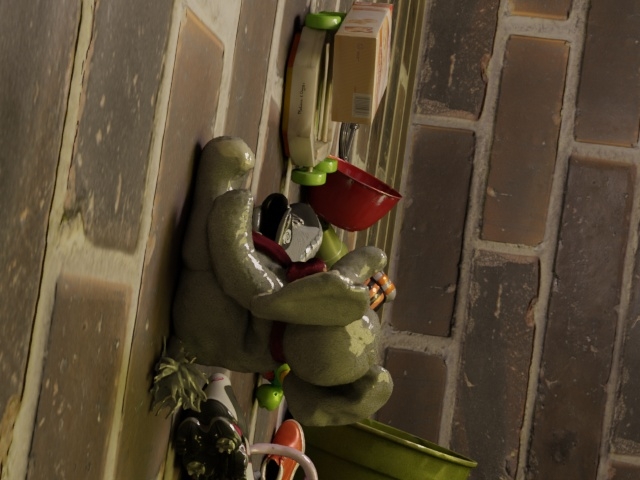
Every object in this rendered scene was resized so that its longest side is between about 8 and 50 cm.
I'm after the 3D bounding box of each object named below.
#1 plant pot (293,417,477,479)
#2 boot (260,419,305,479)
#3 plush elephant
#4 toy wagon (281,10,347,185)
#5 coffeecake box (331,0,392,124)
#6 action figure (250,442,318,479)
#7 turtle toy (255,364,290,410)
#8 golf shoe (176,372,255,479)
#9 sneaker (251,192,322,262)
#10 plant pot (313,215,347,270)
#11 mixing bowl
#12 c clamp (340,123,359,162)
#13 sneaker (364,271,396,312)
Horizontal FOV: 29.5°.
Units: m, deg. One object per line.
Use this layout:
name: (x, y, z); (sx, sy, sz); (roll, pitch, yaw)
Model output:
plant pot: (0.065, 0.523, 2.312); (0.366, 0.366, 0.353); (44, 66, -79)
boot: (-0.068, 0.377, 2.123); (0.085, 0.059, 0.158); (75, 25, -57)
plush elephant: (-0.033, 0.073, 1.410); (0.272, 0.255, 0.330); (87, 14, -51)
toy wagon: (0.003, -0.243, 2.008); (0.344, 0.068, 0.267); (-53, 149, -74)
coffeecake box: (0.066, -0.284, 1.925); (0.185, 0.068, 0.142); (-69, 163, -61)
action figure: (-0.030, 0.500, 1.681); (0.276, 0.248, 0.370); (115, -27, -51)
turtle toy: (-0.066, 0.209, 1.946); (0.095, 0.066, 0.130); (52, 47, -78)
golf shoe: (-0.122, 0.298, 1.558); (0.120, 0.105, 0.273); (-83, 176, -53)
sneaker: (-0.050, -0.026, 1.799); (0.229, 0.086, 0.132); (-68, 161, -54)
plant pot: (0.000, 0.000, 2.198); (0.079, 0.083, 0.083); (71, 25, -42)
mixing bowl: (0.044, -0.078, 2.168); (0.098, 0.181, 0.181); (-61, 175, 11)
c clamp: (0.058, -0.217, 2.553); (0.137, 0.022, 0.161); (76, 24, -55)
sneaker: (0.005, 0.134, 2.228); (0.180, 0.124, 0.321); (-44, -178, -19)
